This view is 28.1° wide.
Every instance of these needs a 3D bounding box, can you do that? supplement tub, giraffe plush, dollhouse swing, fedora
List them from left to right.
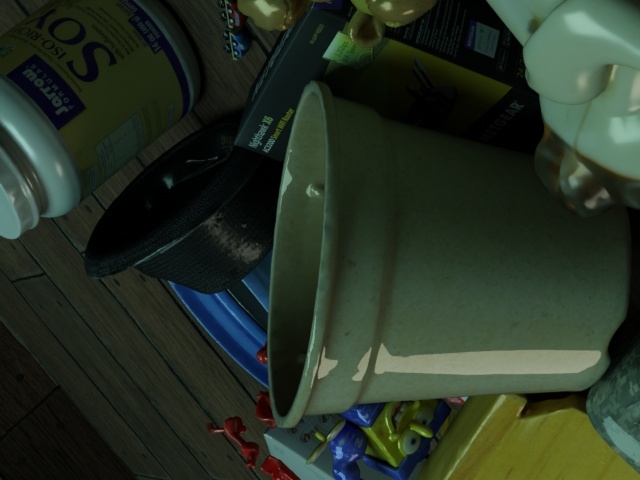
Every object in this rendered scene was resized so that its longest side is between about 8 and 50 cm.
[{"bbox_3d":[-0.351,-0.182,1.719,0.241,0.331,0.241,34,151,22],"label":"supplement tub"},{"bbox_3d":[-0.158,-0.023,1.712,0.152,0.334,0.334,48,155,-21],"label":"fedora"},{"bbox_3d":[0.033,-0.244,1.091,0.181,0.210,0.170,-30,132,31],"label":"giraffe plush"},{"bbox_3d":[0.321,0.253,1.502,0.346,0.305,0.315,26,123,-1],"label":"dollhouse swing"}]

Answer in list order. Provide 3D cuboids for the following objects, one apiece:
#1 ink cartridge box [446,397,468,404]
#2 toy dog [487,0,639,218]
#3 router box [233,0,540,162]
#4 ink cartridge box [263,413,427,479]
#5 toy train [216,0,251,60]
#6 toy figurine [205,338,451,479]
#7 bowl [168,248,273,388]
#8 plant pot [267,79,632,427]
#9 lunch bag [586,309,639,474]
[{"bbox_3d":[0.185,0.156,1.719,0.099,0.056,0.135,0,129,56],"label":"ink cartridge box"},{"bbox_3d":[0.210,-0.199,0.954,0.395,0.284,0.408,10,138,54],"label":"toy dog"},{"bbox_3d":[0.066,-0.152,1.328,0.242,0.081,0.309,20,155,-10],"label":"router box"},{"bbox_3d":[0.076,0.434,2.180,0.309,0.130,0.272,29,149,31],"label":"ink cartridge box"},{"bbox_3d":[-0.106,-0.282,1.570,0.036,0.027,0.158,23,146,19],"label":"toy train"},{"bbox_3d":[0.069,0.165,1.488,0.191,0.363,0.217,9,147,48],"label":"toy figurine"},{"bbox_3d":[-0.126,0.082,1.998,0.391,0.077,0.391,42,160,19],"label":"bowl"},{"bbox_3d":[0.122,0.025,1.248,0.305,0.334,0.334,5,153,-9],"label":"plant pot"},{"bbox_3d":[0.441,0.148,1.191,0.305,0.212,0.256,45,137,1],"label":"lunch bag"}]
